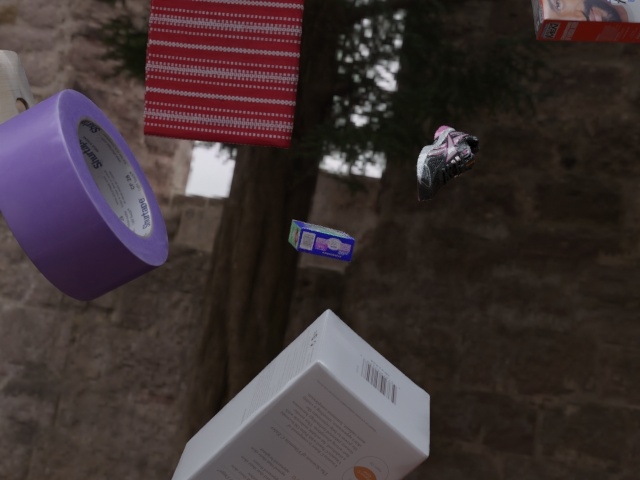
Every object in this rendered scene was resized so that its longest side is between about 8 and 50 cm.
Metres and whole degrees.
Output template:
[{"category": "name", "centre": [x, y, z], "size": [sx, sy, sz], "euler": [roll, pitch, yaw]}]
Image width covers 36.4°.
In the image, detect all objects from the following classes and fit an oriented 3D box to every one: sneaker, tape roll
[{"category": "sneaker", "centre": [0.210, -0.129, 1.583], "size": [0.077, 0.178, 0.072], "euler": [9, -45, 23]}, {"category": "tape roll", "centre": [-0.227, -0.043, 0.928], "size": [0.080, 0.189, 0.189], "euler": [-26, -16, 8]}]

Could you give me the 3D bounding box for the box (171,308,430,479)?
[{"category": "box", "centre": [-0.033, 0.309, 1.442], "size": [0.215, 0.345, 0.168], "euler": [42, 20, -10]}]

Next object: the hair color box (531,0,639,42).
[{"category": "hair color box", "centre": [0.405, -0.348, 1.455], "size": [0.167, 0.093, 0.053], "euler": [0, -25, -3]}]

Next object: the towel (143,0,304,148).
[{"category": "towel", "centre": [-0.120, -0.260, 1.230], "size": [0.199, 0.274, 0.031], "euler": [6, 4, 8]}]

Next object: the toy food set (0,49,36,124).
[{"category": "toy food set", "centre": [-0.532, -0.112, 1.377], "size": [0.306, 0.219, 0.092], "euler": [-21, -5, 13]}]

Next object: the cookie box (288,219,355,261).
[{"category": "cookie box", "centre": [0.000, 0.000, 1.583], "size": [0.092, 0.040, 0.107], "euler": [13, 5, -12]}]
